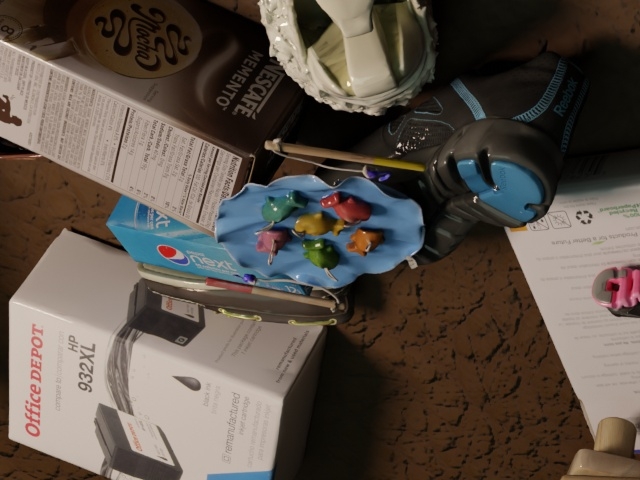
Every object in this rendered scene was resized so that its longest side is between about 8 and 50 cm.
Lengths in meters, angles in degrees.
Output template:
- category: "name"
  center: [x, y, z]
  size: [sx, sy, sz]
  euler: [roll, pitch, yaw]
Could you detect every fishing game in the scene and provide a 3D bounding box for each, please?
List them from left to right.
- category: "fishing game"
  center: [0.000, 0.000, 1.598]
  size: [0.189, 0.041, 0.264]
  euler: [11, 149, -15]

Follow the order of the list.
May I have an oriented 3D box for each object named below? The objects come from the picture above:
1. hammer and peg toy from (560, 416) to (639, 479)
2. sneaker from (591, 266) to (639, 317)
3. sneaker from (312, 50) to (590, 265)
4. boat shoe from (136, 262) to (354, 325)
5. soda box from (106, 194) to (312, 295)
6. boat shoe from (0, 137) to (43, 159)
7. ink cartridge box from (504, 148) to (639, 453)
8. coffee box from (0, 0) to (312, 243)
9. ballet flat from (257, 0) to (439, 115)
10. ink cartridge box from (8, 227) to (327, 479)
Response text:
- category: "hammer and peg toy"
  center: [0.340, 0.256, 1.699]
  size: [0.266, 0.127, 0.361]
  euler: [13, 148, 4]
- category: "sneaker"
  center: [0.299, 0.050, 1.600]
  size: [0.119, 0.047, 0.057]
  euler: [1, 149, 27]
- category: "sneaker"
  center: [0.114, -0.070, 1.634]
  size: [0.125, 0.139, 0.341]
  euler: [42, 153, -23]
- category: "boat shoe"
  center: [-0.076, 0.048, 1.843]
  size: [0.228, 0.081, 0.068]
  euler: [3, 124, 22]
- category: "soda box"
  center: [-0.098, -0.006, 1.785]
  size: [0.210, 0.067, 0.071]
  euler: [11, 152, 29]
- category: "boat shoe"
  center: [-0.249, -0.110, 1.808]
  size: [0.207, 0.073, 0.073]
  euler: [-6, 123, 29]
- category: "ink cartridge box"
  center: [0.346, 0.051, 1.646]
  size: [0.304, 0.072, 0.307]
  euler: [-8, 125, 30]
- category: "coffee box"
  center: [-0.170, -0.143, 1.673]
  size: [0.297, 0.168, 0.119]
  euler: [25, 134, 6]
- category: "ballet flat"
  center: [0.016, -0.194, 1.462]
  size: [0.147, 0.147, 0.409]
  euler: [10, 153, 20]
- category: "ink cartridge box"
  center: [-0.168, 0.151, 1.941]
  size: [0.307, 0.129, 0.223]
  euler: [20, 133, 11]
